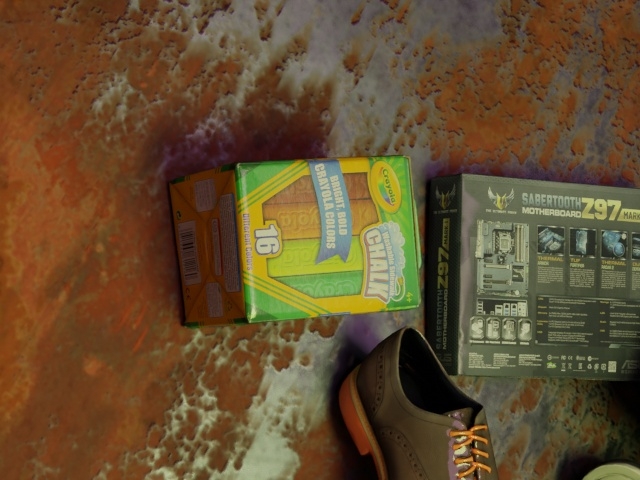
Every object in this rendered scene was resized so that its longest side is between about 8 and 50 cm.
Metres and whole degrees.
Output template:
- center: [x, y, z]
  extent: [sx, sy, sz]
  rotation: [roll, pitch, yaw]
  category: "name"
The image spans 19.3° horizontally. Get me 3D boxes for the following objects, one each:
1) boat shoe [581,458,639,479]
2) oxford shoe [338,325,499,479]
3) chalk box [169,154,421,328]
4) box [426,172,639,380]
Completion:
- center: [0.355, 0.333, 1.757]
  extent: [0.340, 0.127, 0.113]
  rotation: [54, 35, -6]
  category: "boat shoe"
- center: [0.105, 0.194, 1.562]
  extent: [0.097, 0.098, 0.271]
  rotation: [-7, 54, -39]
  category: "oxford shoe"
- center: [0.000, 0.000, 1.579]
  extent: [0.213, 0.132, 0.132]
  rotation: [-5, 88, -29]
  category: "chalk box"
- center: [0.210, 0.037, 1.729]
  extent: [0.233, 0.059, 0.183]
  rotation: [3, 87, -29]
  category: "box"
